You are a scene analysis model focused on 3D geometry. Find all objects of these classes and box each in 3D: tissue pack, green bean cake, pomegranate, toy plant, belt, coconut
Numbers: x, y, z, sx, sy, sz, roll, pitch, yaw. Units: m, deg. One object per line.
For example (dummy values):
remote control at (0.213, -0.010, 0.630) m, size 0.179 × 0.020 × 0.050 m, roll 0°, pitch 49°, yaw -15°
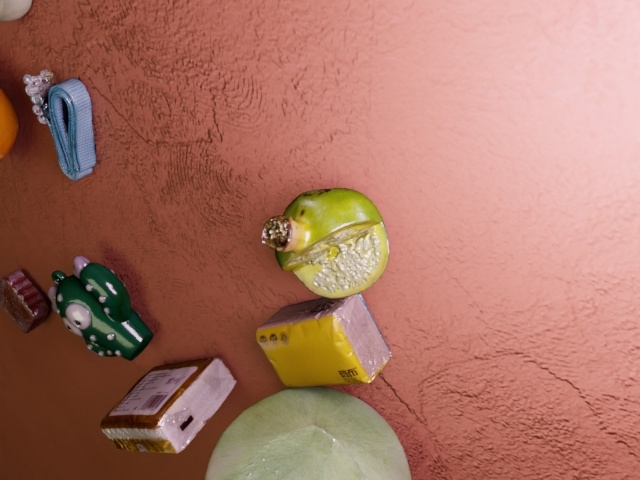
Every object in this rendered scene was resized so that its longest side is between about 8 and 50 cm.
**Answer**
tissue pack at (-0.297, 0.313, 1.015) m, size 0.226 × 0.183 × 0.091 m, roll -21°, pitch 107°, yaw 41°
green bean cake at (-0.747, 0.154, 1.321) m, size 0.135 × 0.056 × 0.136 m, roll 50°, pitch 132°, yaw -2°
pomegranate at (0.001, -0.010, 0.659) m, size 0.169 × 0.122 × 0.143 m, roll 26°, pitch 136°, yaw -32°
toy plant at (-0.461, 0.147, 1.082) m, size 0.233 × 0.112 × 0.243 m, roll -19°, pitch 109°, yaw 35°
tissue pack at (0.001, 0.155, 0.787) m, size 0.169 × 0.082 × 0.119 m, roll -17°, pitch 106°, yaw 40°
belt at (-0.442, -0.193, 0.909) m, size 0.100 × 0.065 × 0.179 m, roll 18°, pitch 124°, yaw 14°
coconut at (-0.021, 0.372, 0.789) m, size 0.329 × 0.281 × 0.328 m, roll 2°, pitch 129°, yaw 3°

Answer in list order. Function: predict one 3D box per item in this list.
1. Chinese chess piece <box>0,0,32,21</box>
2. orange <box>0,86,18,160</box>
Chinese chess piece at (-0.526, -0.424, 0.835) m, size 0.144 × 0.058 × 0.144 m, roll 16°, pitch 123°, yaw 27°
orange at (-0.686, -0.224, 0.951) m, size 0.240 × 0.240 × 0.239 m, roll 17°, pitch 124°, yaw 27°
